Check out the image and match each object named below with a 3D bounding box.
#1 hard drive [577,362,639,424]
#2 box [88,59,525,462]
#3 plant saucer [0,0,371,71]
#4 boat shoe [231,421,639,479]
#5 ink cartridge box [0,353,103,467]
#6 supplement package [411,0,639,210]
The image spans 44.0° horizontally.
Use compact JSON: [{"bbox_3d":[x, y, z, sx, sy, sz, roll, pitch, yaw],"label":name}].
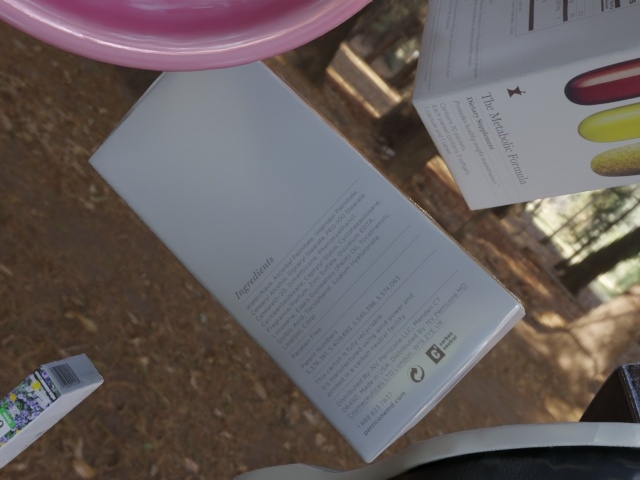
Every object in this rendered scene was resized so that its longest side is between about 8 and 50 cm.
[{"bbox_3d":[0.314,0.271,0.888,0.054,0.255,0.172,20,26,3],"label":"hard drive"},{"bbox_3d":[0.000,0.000,0.714,0.345,0.168,0.215,45,7,15],"label":"box"},{"bbox_3d":[-0.078,-0.256,0.400,0.332,0.332,0.084,40,19,-29],"label":"plant saucer"},{"bbox_3d":[0.059,0.159,0.419,0.114,0.302,0.091,18,59,-33],"label":"boat shoe"},{"bbox_3d":[-0.218,0.130,0.570,0.029,0.115,0.063,52,9,8],"label":"ink cartridge box"},{"bbox_3d":[0.212,-0.131,0.598,0.139,0.244,0.134,51,40,-42],"label":"supplement package"}]
